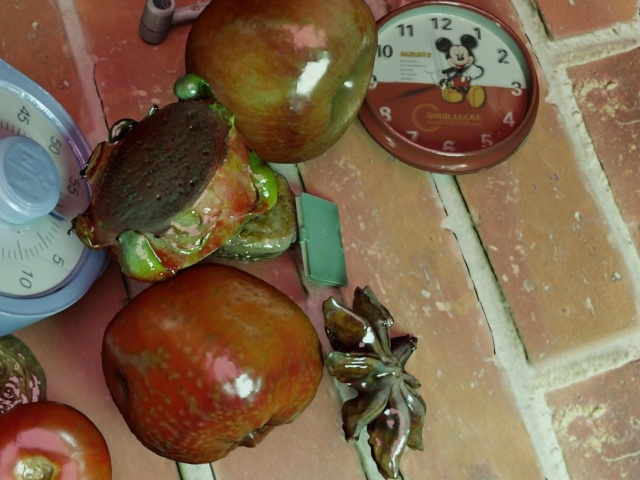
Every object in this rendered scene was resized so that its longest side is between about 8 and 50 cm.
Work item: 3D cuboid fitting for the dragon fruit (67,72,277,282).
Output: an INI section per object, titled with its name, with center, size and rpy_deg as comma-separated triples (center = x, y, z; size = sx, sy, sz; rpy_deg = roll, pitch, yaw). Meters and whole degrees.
[dragon fruit]
center = -0.197, -0.078, 1.210
size = 0.268, 0.130, 0.295
rpy_deg = 12, 70, 33

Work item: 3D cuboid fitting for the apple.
[apple]
center = -0.066, -0.267, 1.331
size = 0.301, 0.301, 0.301
rpy_deg = 2, 73, -7

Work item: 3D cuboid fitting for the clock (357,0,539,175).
[clock]
center = 0.203, -0.252, 1.467
size = 0.318, 0.080, 0.318
rpy_deg = 2, 69, -4

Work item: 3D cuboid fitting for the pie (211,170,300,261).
[pie]
center = -0.114, -0.041, 1.358
size = 0.193, 0.079, 0.163
rpy_deg = 4, 62, -15

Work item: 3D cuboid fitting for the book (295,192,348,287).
[book]
center = 0.000, 0.000, 1.359
size = 0.017, 0.103, 0.135
rpy_deg = -18, 71, 33

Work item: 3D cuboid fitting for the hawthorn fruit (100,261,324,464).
[hawthorn fruit]
center = -0.158, 0.157, 1.200
size = 0.300, 0.275, 0.275
rpy_deg = 34, 71, 19

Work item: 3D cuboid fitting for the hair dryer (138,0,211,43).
[hair dryer]
center = -0.224, -0.370, 1.453
size = 0.137, 0.082, 0.047
rpy_deg = -20, 76, -29

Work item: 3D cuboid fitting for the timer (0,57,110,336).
[timer]
center = -0.429, -0.054, 1.187
size = 0.173, 0.395, 0.395
rpy_deg = -23, 73, 29

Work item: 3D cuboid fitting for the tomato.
[tomato]
center = -0.369, 0.311, 1.183
size = 0.195, 0.136, 0.195
rpy_deg = 3, 75, -11

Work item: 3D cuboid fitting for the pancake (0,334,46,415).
[pancake]
center = -0.485, 0.211, 1.262
size = 0.190, 0.020, 0.184
rpy_deg = -8, 75, -10

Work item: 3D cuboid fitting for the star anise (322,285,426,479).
[star anise]
center = 0.081, 0.193, 1.260
size = 0.088, 0.288, 0.288
rpy_deg = -21, 72, 31
